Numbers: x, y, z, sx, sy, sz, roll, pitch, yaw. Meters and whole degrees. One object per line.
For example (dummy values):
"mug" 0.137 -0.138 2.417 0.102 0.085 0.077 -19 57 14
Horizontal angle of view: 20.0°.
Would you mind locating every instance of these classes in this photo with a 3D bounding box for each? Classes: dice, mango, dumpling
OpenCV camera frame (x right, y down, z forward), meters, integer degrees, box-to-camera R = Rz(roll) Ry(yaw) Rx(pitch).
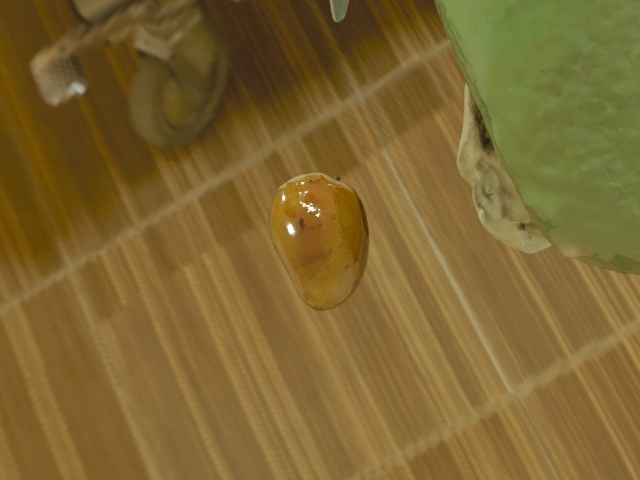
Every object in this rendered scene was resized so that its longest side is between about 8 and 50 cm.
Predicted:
"dice" 0.265 -0.194 1.378 0.322 0.318 0.330 -23 40 11
"mango" 0.000 0.000 1.464 0.080 0.060 0.114 -4 68 7
"dumpling" 0.216 -0.106 1.829 0.162 0.132 0.250 7 110 -6

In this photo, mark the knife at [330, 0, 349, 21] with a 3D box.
"knife" 0.037 -0.309 1.575 0.035 0.063 0.260 22 113 20
